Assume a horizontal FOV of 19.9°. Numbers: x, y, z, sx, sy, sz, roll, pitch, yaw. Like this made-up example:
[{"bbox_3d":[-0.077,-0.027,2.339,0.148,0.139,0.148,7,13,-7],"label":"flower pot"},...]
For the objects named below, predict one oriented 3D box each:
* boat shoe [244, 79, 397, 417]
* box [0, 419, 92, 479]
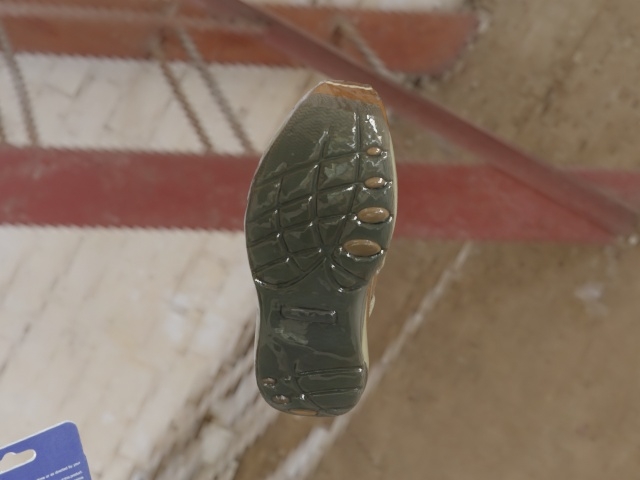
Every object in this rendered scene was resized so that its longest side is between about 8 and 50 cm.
[{"bbox_3d":[0.000,0.000,1.534,0.120,0.123,0.324,-76,-4,-52],"label":"boat shoe"},{"bbox_3d":[-0.250,0.273,1.569,0.036,0.136,0.225,19,125,55],"label":"box"}]
